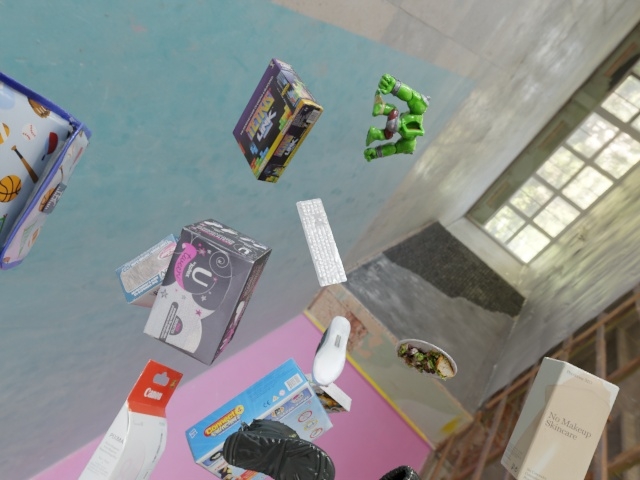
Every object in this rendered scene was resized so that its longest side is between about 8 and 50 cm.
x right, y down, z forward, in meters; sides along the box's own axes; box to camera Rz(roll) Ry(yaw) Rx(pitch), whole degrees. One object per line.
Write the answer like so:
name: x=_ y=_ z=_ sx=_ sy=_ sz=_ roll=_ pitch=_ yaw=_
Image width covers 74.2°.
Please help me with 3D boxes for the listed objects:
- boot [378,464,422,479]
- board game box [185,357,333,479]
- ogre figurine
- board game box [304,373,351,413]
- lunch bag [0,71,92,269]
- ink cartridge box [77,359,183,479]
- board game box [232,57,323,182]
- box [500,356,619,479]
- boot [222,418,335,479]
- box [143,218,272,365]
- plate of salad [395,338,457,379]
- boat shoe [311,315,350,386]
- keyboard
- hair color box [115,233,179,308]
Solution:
boot: x=0.239 y=0.892 z=1.319 sx=0.348 sy=0.260 sz=0.131 roll=-47 pitch=-176 yaw=3
board game box: x=-0.141 y=0.491 z=1.103 sx=0.308 sy=0.086 sz=0.301 roll=-32 pitch=137 yaw=-14
ogre figurine: x=0.170 y=-0.262 z=0.950 sx=0.096 sy=0.118 sz=0.196 roll=-82 pitch=-178 yaw=-70
board game box: x=-0.070 y=0.558 z=1.507 sx=0.306 sy=0.193 sz=0.053 roll=-22 pitch=-146 yaw=32
lunch bag: x=-0.603 y=-0.132 z=0.737 sx=0.385 sy=0.239 sz=0.327 roll=60 pitch=55 yaw=-77
ink cartridge box: x=-0.340 y=0.366 z=0.820 sx=0.232 sy=0.066 sz=0.189 roll=-59 pitch=165 yaw=-21
board game box: x=-0.084 y=-0.214 z=0.766 sx=0.048 sy=0.141 sz=0.170 roll=3 pitch=136 yaw=-44
box: x=0.602 y=0.473 z=1.074 sx=0.121 sy=0.148 sz=0.310 roll=61 pitch=53 yaw=-80
boot: x=-0.039 y=0.223 z=0.451 sx=0.099 sy=0.121 sz=0.045 roll=63 pitch=38 yaw=-71
box: x=-0.235 y=0.102 z=0.888 sx=0.247 sy=0.164 sz=0.142 roll=-65 pitch=177 yaw=12
plate of salad: x=0.326 y=0.383 z=1.332 sx=0.048 sy=0.200 sz=0.199 roll=-55 pitch=172 yaw=-36
boat shoe: x=0.020 y=0.305 z=1.147 sx=0.076 sy=0.080 sz=0.228 roll=-57 pitch=-172 yaw=39
keyboard: x=0.000 y=0.000 z=1.145 sx=0.072 sy=0.255 sz=0.014 roll=-14 pitch=157 yaw=-8
hair color box: x=-0.361 y=0.112 z=1.161 sx=0.174 sy=0.105 sz=0.347 roll=-32 pitch=159 yaw=3
